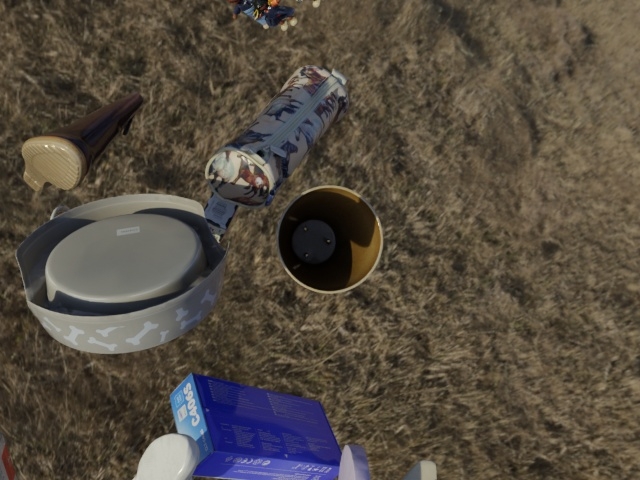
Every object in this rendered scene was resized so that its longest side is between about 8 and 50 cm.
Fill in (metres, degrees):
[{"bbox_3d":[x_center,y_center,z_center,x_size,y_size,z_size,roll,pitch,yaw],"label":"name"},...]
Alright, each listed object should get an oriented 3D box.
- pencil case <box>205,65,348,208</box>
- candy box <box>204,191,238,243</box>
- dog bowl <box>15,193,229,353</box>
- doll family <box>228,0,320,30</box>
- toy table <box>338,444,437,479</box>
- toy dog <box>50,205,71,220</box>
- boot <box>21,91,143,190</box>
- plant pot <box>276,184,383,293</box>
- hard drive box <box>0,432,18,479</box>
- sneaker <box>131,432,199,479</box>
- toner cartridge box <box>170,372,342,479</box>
[{"bbox_3d":[-0.080,-0.244,1.397,0.160,0.184,0.410,50,49,-18],"label":"pencil case"},{"bbox_3d":[-0.226,-0.100,1.494,0.071,0.159,0.233,26,61,-9],"label":"candy box"},{"bbox_3d":[-0.323,0.050,1.044,0.349,0.102,0.348,0,34,0],"label":"dog bowl"},{"bbox_3d":[-0.087,-0.448,1.139,0.111,0.193,0.076,8,58,-52],"label":"doll family"},{"bbox_3d":[0.118,0.483,1.017,0.161,0.252,0.274,7,68,-7],"label":"toy table"},{"bbox_3d":[-0.414,0.050,1.295,0.220,0.161,0.333,15,54,-56],"label":"toy dog"},{"bbox_3d":[-0.352,-0.170,0.950,0.090,0.248,0.207,50,62,-22],"label":"boot"},{"bbox_3d":[0.000,0.000,1.473,0.237,0.254,0.237,0,89,-10],"label":"plant pot"},{"bbox_3d":[-0.561,0.462,1.009,0.089,0.232,0.181,-12,111,-14],"label":"hard drive box"},{"bbox_3d":[-0.218,0.351,0.907,0.094,0.212,0.080,14,37,-39],"label":"sneaker"},{"bbox_3d":[-0.110,0.367,1.179,0.348,0.075,0.165,26,24,-42],"label":"toner cartridge box"}]
